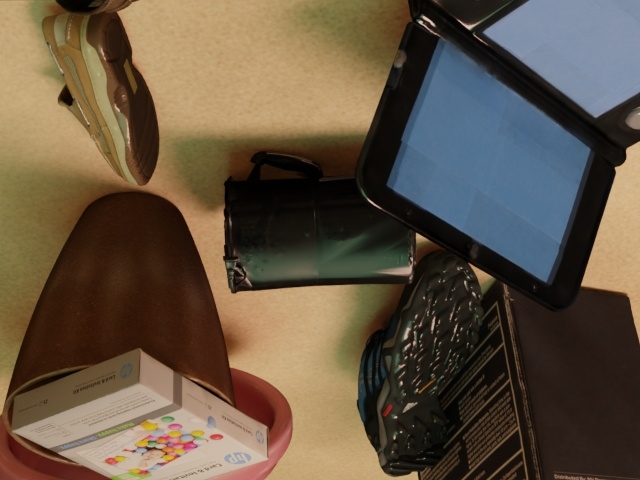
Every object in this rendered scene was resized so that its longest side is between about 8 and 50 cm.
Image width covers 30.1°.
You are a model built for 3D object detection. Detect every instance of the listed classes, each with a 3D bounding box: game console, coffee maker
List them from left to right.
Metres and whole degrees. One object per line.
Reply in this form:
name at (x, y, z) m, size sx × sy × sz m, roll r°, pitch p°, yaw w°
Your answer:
coffee maker at (0.000, 0.000, 1.124) m, size 0.178 × 0.171 × 0.120 m, roll -4°, pitch 129°, yaw -1°
game console at (0.207, -0.103, 0.988) m, size 0.293 × 0.173 × 0.250 m, roll 27°, pitch 136°, yaw -37°

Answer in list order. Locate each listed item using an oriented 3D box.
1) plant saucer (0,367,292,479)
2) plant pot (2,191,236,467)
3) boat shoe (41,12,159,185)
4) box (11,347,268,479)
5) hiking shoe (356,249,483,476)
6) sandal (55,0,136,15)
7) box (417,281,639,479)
plant saucer at (-0.196, 0.232, 1.326) m, size 0.332 × 0.332 × 0.084 m, roll -1°, pitch 107°, yaw -2°
plant pot at (-0.190, 0.074, 1.164) m, size 0.215 × 0.230 × 0.215 m, roll -2°, pitch 146°, yaw -2°
boat shoe at (-0.193, -0.125, 1.035) m, size 0.072 × 0.068 × 0.190 m, roll 4°, pitch 137°, yaw 12°
box at (-0.158, 0.169, 1.067) m, size 0.145 × 0.038 × 0.186 m, roll -22°, pitch 142°, yaw 25°
hiking shoe at (0.093, 0.128, 1.363) m, size 0.113 × 0.132 × 0.304 m, roll -7°, pitch 126°, yaw -29°
sandal at (-0.176, -0.208, 0.885) m, size 0.302 × 0.086 × 0.120 m, roll -9°, pitch 145°, yaw 9°
box at (0.247, 0.249, 1.388) m, size 0.182 × 0.294 × 0.296 m, roll 7°, pitch 144°, yaw -18°
